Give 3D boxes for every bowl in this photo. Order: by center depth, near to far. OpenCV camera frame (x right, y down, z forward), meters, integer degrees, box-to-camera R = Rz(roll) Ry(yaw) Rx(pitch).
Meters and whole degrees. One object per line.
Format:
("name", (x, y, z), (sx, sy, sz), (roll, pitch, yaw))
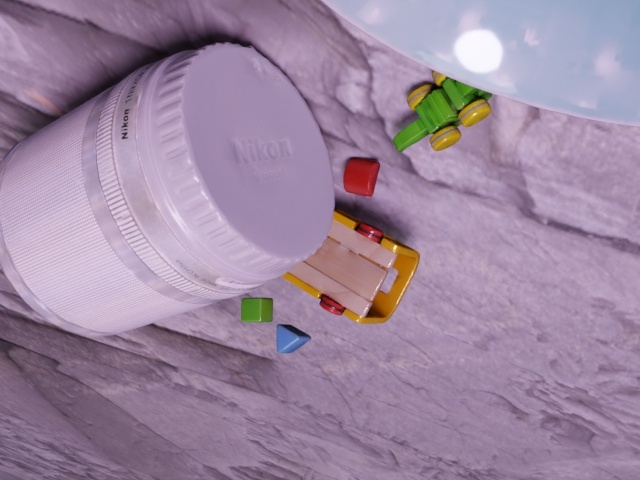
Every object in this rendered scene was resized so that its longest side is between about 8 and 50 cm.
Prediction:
("bowl", (0.144, -0.196, 0.429), (0.312, 0.163, 0.311), (20, 178, 1))

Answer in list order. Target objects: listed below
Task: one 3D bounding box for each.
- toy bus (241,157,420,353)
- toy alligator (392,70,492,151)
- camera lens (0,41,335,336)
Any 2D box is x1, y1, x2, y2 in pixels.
("toy bus", (0.007, 0.010, 0.835), (0.191, 0.202, 0.104), (-19, 166, 23))
("toy alligator", (0.135, -0.135, 0.667), (0.051, 0.056, 0.190), (-17, 163, -42))
("camera lens", (-0.153, -0.038, 0.716), (0.274, 0.219, 0.219), (-19, 135, 33))
